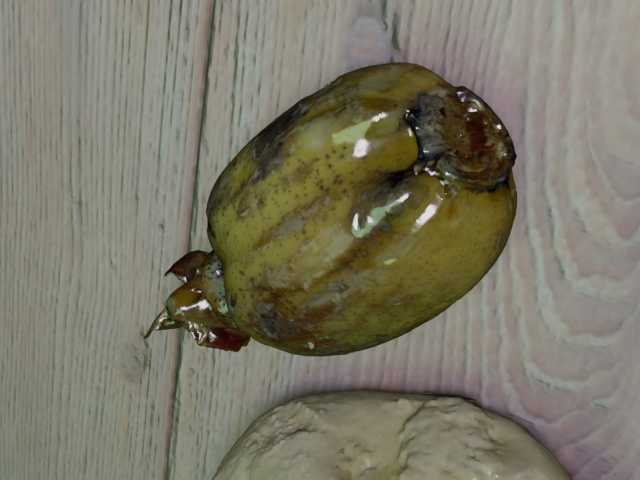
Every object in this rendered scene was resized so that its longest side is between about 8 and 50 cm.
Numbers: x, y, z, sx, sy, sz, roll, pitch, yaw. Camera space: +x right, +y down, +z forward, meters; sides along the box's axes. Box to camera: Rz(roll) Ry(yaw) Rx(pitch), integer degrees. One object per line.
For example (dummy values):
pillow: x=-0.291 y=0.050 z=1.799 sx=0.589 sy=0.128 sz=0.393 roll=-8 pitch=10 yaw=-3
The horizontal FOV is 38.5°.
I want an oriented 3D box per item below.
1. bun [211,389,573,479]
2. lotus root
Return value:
bun: x=0.049 y=0.280 z=0.626 sx=0.359 sy=0.211 sz=0.360 roll=6 pitch=102 yaw=31
lotus root: x=0.001 y=0.000 z=0.578 sx=0.278 sy=0.154 sz=0.154 roll=-35 pitch=97 yaw=36
